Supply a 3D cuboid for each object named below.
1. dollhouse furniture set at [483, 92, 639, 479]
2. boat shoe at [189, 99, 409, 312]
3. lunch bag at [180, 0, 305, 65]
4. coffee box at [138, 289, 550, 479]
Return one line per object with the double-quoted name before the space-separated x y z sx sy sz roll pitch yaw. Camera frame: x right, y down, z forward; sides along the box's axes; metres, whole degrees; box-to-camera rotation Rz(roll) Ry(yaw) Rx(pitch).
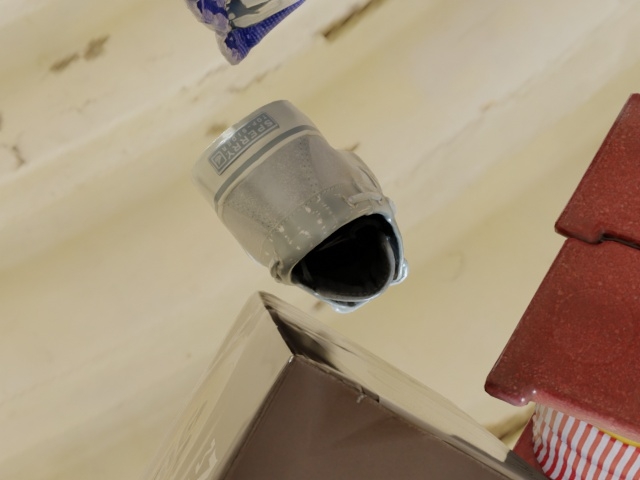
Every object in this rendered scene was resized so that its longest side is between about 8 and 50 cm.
"dollhouse furniture set" 0.266 0.097 0.590 0.374 0.152 0.201 21 158 18
"boat shoe" 0.001 -0.001 0.697 0.081 0.079 0.227 53 -176 14
"lunch bag" 0.010 -0.324 0.634 0.328 0.385 0.239 51 -178 0
"coffee box" -0.012 0.123 0.519 0.119 0.168 0.297 31 178 -5
